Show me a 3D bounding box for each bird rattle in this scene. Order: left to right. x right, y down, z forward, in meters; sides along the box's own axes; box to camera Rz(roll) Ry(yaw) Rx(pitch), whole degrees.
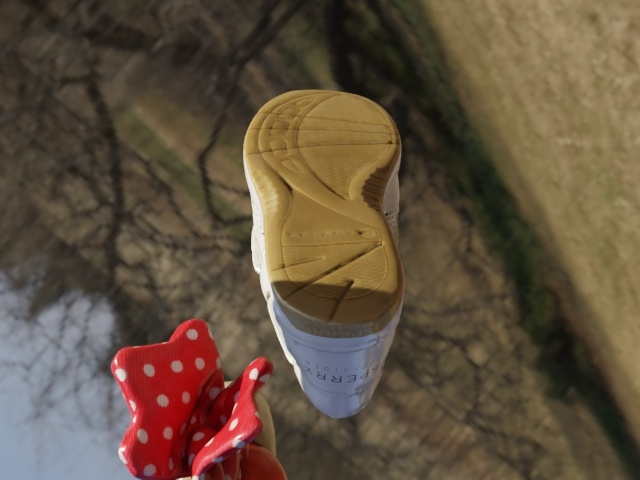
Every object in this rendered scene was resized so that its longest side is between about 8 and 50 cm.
[{"bbox_3d":[-0.075,0.173,0.969,0.207,0.143,0.253,-40,-56,-78],"label":"bird rattle"}]

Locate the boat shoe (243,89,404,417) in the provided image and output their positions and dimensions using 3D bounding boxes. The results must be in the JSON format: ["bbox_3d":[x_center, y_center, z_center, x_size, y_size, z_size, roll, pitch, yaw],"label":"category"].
[{"bbox_3d":[0.000,0.000,0.896,0.098,0.096,0.277,2,-146,0],"label":"boat shoe"}]
